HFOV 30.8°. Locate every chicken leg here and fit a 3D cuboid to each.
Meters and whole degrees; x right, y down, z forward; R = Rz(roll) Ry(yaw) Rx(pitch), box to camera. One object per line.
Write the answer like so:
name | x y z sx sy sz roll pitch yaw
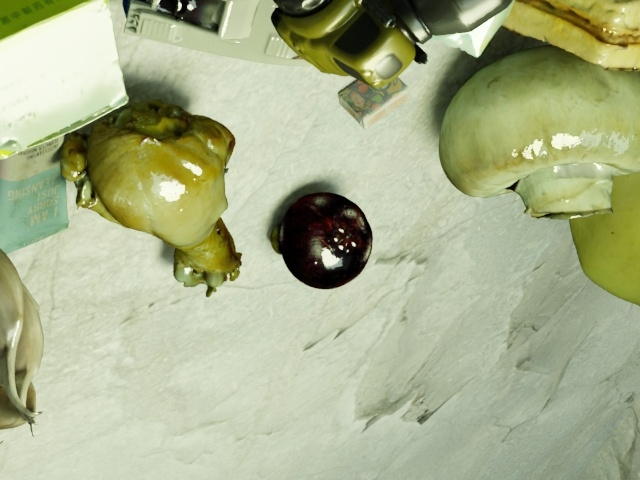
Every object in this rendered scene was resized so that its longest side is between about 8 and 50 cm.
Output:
chicken leg | -0.179 -0.040 1.476 0.201 0.152 0.429 -52 160 -15

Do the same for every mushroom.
mushroom | 0.351 -0.159 1.768 0.352 0.260 0.352 -7 179 0

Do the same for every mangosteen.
mangosteen | 0.000 0.000 1.744 0.152 0.152 0.152 -29 147 -21

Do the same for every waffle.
waffle | 0.435 -0.331 1.684 0.376 0.261 0.114 -8 124 -43

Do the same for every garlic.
garlic | -0.420 0.110 1.299 0.210 0.291 0.238 67 34 -64

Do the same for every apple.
apple | 0.674 -0.089 2.110 0.473 0.473 0.474 -29 147 -21

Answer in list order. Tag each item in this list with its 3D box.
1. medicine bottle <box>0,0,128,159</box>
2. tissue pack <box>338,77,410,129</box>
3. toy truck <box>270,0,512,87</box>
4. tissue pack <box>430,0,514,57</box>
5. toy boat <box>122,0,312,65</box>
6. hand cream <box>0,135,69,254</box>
medicine bottle | -0.296 -0.208 1.026 0.137 0.250 0.141 -32 150 -20
tissue pack | 0.075 -0.203 1.635 0.083 0.063 0.035 -35 152 -9
toy truck | 0.076 -0.224 1.022 0.224 0.165 0.147 -43 152 7
tissue pack | 0.205 -0.440 1.288 0.287 0.162 0.388 -71 -176 -56
toy boat | -0.061 -0.251 1.251 0.295 0.088 0.129 11 129 -12
hand cream | -0.331 -0.088 1.313 0.111 0.070 0.312 -29 150 -29
